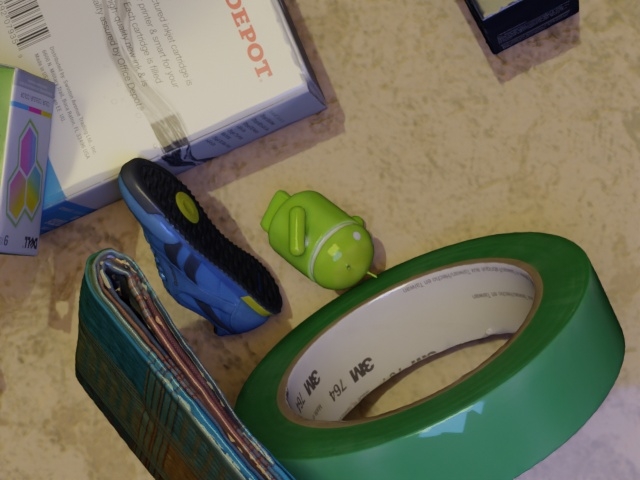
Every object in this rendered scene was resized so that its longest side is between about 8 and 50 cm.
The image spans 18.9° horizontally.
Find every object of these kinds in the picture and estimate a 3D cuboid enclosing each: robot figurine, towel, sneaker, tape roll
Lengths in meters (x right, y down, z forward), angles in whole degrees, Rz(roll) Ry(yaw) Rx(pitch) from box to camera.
[{"bbox_3d":[0.000,0.000,1.705,0.115,0.101,0.067,38,105,34],"label":"robot figurine"},{"bbox_3d":[-0.111,0.160,1.572,0.040,0.370,0.271,-36,81,-16],"label":"towel"},{"bbox_3d":[-0.123,0.015,1.683,0.082,0.209,0.069,-26,37,23],"label":"sneaker"},{"bbox_3d":[0.086,0.110,1.568,0.321,0.321,0.077,-26,110,5],"label":"tape roll"}]

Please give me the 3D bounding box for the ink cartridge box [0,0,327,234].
[{"bbox_3d":[-0.178,-0.165,1.723,0.307,0.129,0.223,-24,82,6],"label":"ink cartridge box"}]

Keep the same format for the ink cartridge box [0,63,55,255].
[{"bbox_3d":[-0.277,-0.039,1.609,0.062,0.109,0.209,6,88,10],"label":"ink cartridge box"}]

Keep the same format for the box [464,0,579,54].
[{"bbox_3d":[0.151,-0.262,1.672,0.093,0.158,0.156,-27,81,5],"label":"box"}]
